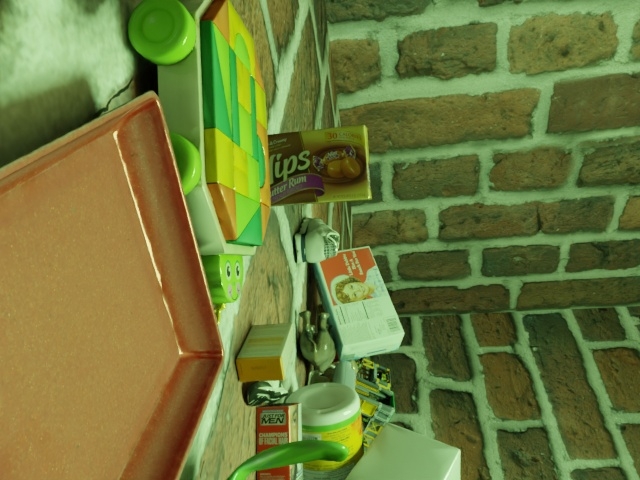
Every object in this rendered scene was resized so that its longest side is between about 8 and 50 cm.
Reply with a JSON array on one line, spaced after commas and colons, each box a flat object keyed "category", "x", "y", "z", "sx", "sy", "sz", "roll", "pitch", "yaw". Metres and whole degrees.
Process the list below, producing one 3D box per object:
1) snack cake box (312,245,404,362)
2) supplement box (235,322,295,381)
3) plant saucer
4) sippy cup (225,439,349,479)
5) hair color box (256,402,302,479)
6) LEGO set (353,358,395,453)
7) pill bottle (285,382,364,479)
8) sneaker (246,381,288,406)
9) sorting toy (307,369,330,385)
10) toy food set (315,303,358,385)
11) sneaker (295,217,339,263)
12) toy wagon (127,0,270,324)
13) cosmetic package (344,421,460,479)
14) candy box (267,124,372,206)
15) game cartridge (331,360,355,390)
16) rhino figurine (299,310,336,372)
[{"category": "snack cake box", "x": 0.084, "y": 0.149, "z": 1.259, "sx": 0.089, "sy": 0.152, "sz": 0.264, "roll": 95, "pitch": -19, "yaw": -52}, {"category": "supplement box", "x": -0.073, "y": 0.154, "z": 0.711, "sx": 0.098, "sy": 0.062, "sz": 0.036, "roll": -70, "pitch": 154, "yaw": -70}, {"category": "plant saucer", "x": -0.140, "y": 0.059, "z": 0.330, "sx": 0.259, "sy": 0.048, "sz": 0.258, "roll": -77, "pitch": 162, "yaw": -62}, {"category": "sippy cup", "x": 0.013, "y": 0.348, "z": 0.431, "sx": 0.240, "sy": 0.224, "sz": 0.305, "roll": 177, "pitch": -89, "yaw": -80}, {"category": "hair color box", "x": -0.059, "y": 0.332, "z": 0.765, "sx": 0.093, "sy": 0.054, "sz": 0.167, "roll": 56, "pitch": 30, "yaw": -73}, {"category": "LEGO set", "x": 0.080, "y": 0.462, "z": 1.476, "sx": 0.331, "sy": 0.192, "sz": 0.254, "roll": -68, "pitch": -177, "yaw": -66}, {"category": "pill bottle", "x": 0.013, "y": 0.402, "z": 0.945, "sx": 0.136, "sy": 0.137, "sz": 0.245, "roll": -56, "pitch": 142, "yaw": -77}, {"category": "sneaker", "x": -0.083, "y": 0.210, "z": 0.737, "sx": 0.043, "sy": 0.040, "sz": 0.109, "roll": 59, "pitch": 2, "yaw": 21}, {"category": "sorting toy", "x": -0.012, "y": 0.337, "z": 1.167, "sx": 0.083, "sy": 0.045, "sz": 0.075, "roll": -81, "pitch": 156, "yaw": -51}, {"category": "toy food set", "x": 0.020, "y": 0.284, "z": 1.336, "sx": 0.111, "sy": 0.105, "sz": 0.232, "roll": 36, "pitch": 31, "yaw": -63}, {"category": "sneaker", "x": 0.000, "y": 0.000, "z": 1.213, "sx": 0.235, "sy": 0.095, "sz": 0.090, "roll": -75, "pitch": 158, "yaw": -71}, {"category": "toy wagon", "x": -0.107, "y": -0.076, "z": 0.555, "sx": 0.267, "sy": 0.068, "sz": 0.344, "roll": 19, "pitch": 67, "yaw": -81}, {"category": "cosmetic package", "x": 0.090, "y": 0.509, "z": 0.814, "sx": 0.385, "sy": 0.156, "sz": 0.217, "roll": -33, "pitch": 124, "yaw": -50}, {"category": "candy box", "x": -0.020, "y": -0.109, "z": 0.772, "sx": 0.053, "sy": 0.187, "sz": 0.109, "roll": -19, "pitch": 106, "yaw": -79}, {"category": "game cartridge", "x": 0.032, "y": 0.444, "z": 1.154, "sx": 0.196, "sy": 0.060, "sz": 0.294, "roll": -87, "pitch": -175, "yaw": -61}, {"category": "rhino figurine", "x": -0.001, "y": 0.243, "z": 1.162, "sx": 0.243, "sy": 0.073, "sz": 0.106, "roll": 73, "pitch": 11, "yaw": -63}]
